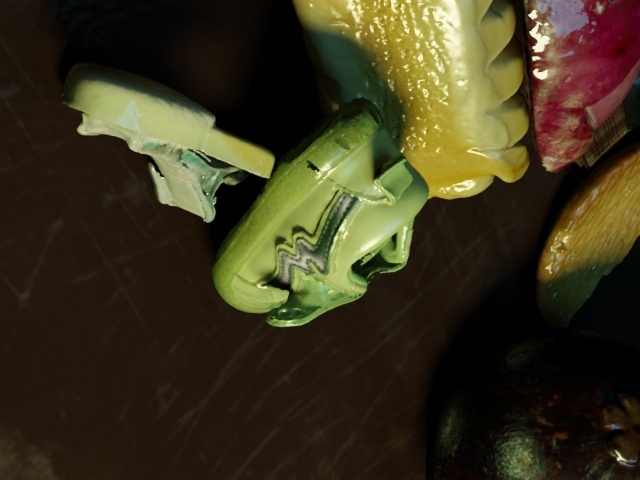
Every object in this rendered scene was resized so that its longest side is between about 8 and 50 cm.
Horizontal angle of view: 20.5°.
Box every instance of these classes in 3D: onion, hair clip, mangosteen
[{"bbox_3d":[0.238,-0.182,1.493,0.250,0.111,0.247,-74,157,-51],"label":"onion"},{"bbox_3d":[-0.113,-0.074,1.321,0.071,0.159,0.218,-66,155,-6],"label":"hair clip"},{"bbox_3d":[0.227,0.224,1.701,0.288,0.288,0.288,-20,124,-32],"label":"mangosteen"}]

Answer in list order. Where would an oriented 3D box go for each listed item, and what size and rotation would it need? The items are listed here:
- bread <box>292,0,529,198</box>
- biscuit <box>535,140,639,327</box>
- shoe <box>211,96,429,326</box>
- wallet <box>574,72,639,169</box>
[{"bbox_3d":[0.072,-0.172,1.416,0.172,0.121,0.311,-4,127,12],"label":"bread"},{"bbox_3d":[0.277,-0.018,1.747,0.224,0.033,0.144,-54,143,0],"label":"biscuit"},{"bbox_3d":[-0.006,-0.005,1.400,0.140,0.128,0.262,-24,159,-31],"label":"shoe"},{"bbox_3d":[0.313,-0.180,1.693,0.230,0.042,0.124,-44,133,-13],"label":"wallet"}]
